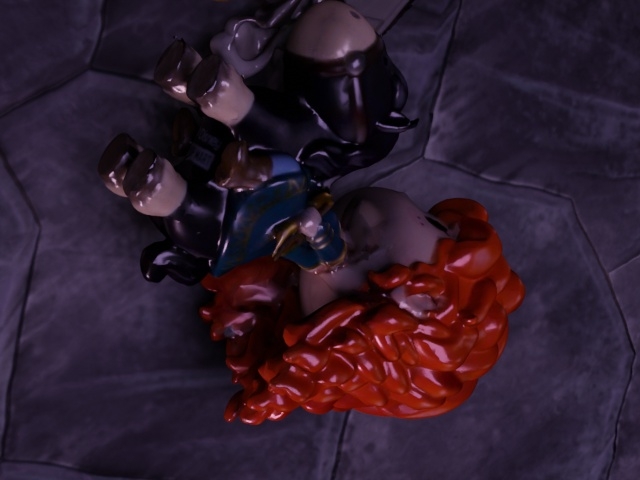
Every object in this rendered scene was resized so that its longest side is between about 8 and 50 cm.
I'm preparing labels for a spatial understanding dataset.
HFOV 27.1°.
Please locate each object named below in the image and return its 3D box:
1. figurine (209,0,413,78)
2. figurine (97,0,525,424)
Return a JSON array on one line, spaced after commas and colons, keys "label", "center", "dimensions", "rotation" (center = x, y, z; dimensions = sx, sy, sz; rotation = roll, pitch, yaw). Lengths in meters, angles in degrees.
[{"label": "figurine", "center": [-0.029, -0.293, 1.150], "dimensions": [0.308, 0.143, 0.309], "rotation": [3, 85, -37]}, {"label": "figurine", "center": [-0.001, -0.012, 1.165], "dimensions": [0.306, 0.241, 0.412], "rotation": [-41, 118, -29]}]
